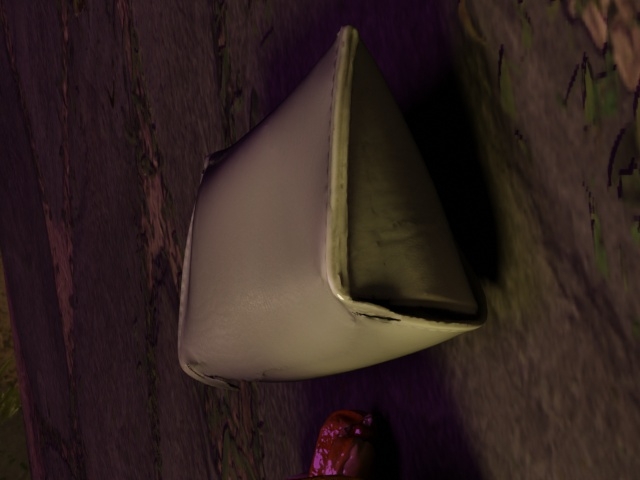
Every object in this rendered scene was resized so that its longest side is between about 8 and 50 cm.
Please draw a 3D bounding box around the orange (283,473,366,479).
[{"bbox_3d":[-0.012,0.232,0.765,0.249,0.183,0.249,173,90,-75],"label":"orange"}]

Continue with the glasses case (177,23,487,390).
[{"bbox_3d":[-0.001,-0.002,0.797,0.308,0.083,0.128,153,114,-73],"label":"glasses case"}]

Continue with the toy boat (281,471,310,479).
[{"bbox_3d":[0.000,0.192,0.965,0.096,0.034,0.122,121,137,-73],"label":"toy boat"}]

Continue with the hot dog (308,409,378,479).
[{"bbox_3d":[0.011,0.142,0.892,0.056,0.041,0.133,-98,20,-61],"label":"hot dog"}]
